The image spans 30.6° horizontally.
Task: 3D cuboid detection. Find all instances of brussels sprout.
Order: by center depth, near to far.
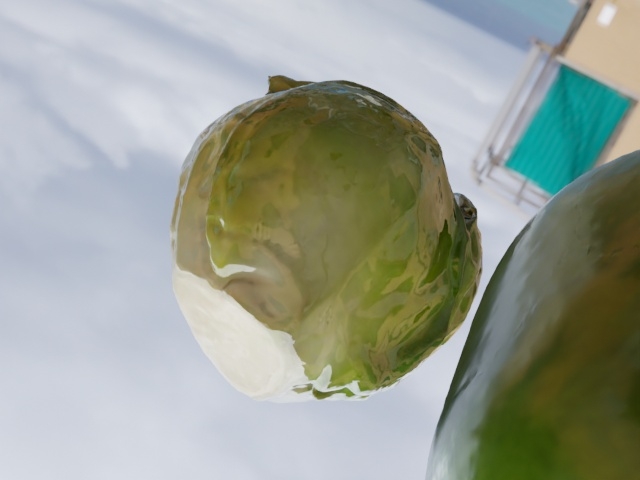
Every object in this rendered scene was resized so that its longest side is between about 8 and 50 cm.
[{"bbox_3d":[0.002,0.001,0.947,0.227,0.259,0.294,-9,-157,39],"label":"brussels sprout"}]

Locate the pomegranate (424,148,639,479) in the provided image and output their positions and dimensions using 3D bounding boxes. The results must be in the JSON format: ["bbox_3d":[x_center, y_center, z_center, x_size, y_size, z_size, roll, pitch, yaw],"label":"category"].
[{"bbox_3d":[0.168,0.087,0.345,0.309,0.216,0.359,13,145,25],"label":"pomegranate"}]
